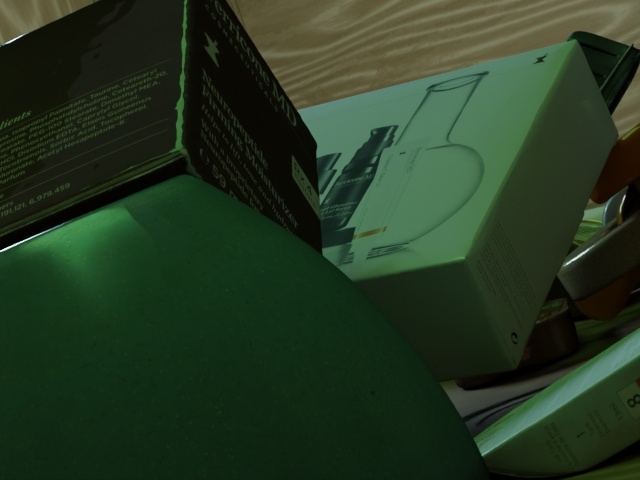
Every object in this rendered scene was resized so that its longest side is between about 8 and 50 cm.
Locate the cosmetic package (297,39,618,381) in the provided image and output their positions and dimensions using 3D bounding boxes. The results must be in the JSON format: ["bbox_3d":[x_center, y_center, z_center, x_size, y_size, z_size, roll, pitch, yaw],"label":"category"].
[{"bbox_3d":[0.000,0.000,1.397,0.377,0.097,0.284,-12,27,31],"label":"cosmetic package"}]

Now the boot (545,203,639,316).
[{"bbox_3d":[0.252,0.010,1.824,0.203,0.095,0.262,-21,4,-30],"label":"boot"}]

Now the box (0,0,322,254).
[{"bbox_3d":[-0.107,-0.023,1.135,0.167,0.168,0.203,-23,37,16],"label":"box"}]

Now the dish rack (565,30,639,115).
[{"bbox_3d":[0.173,-0.037,1.623,0.208,0.074,0.271,-48,-17,-57],"label":"dish rack"}]

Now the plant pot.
[{"bbox_3d":[-0.087,0.082,0.945,0.290,0.195,0.290,-23,3,1],"label":"plant pot"}]

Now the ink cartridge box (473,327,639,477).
[{"bbox_3d":[0.129,0.107,1.048,0.179,0.045,0.145,-38,-5,18],"label":"ink cartridge box"}]

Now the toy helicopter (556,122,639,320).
[{"bbox_3d":[0.325,-0.055,1.574,0.355,0.140,0.235,-36,-5,-27],"label":"toy helicopter"}]

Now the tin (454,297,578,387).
[{"bbox_3d":[0.154,0.082,1.549,0.106,0.040,0.189,-15,1,8],"label":"tin"}]
